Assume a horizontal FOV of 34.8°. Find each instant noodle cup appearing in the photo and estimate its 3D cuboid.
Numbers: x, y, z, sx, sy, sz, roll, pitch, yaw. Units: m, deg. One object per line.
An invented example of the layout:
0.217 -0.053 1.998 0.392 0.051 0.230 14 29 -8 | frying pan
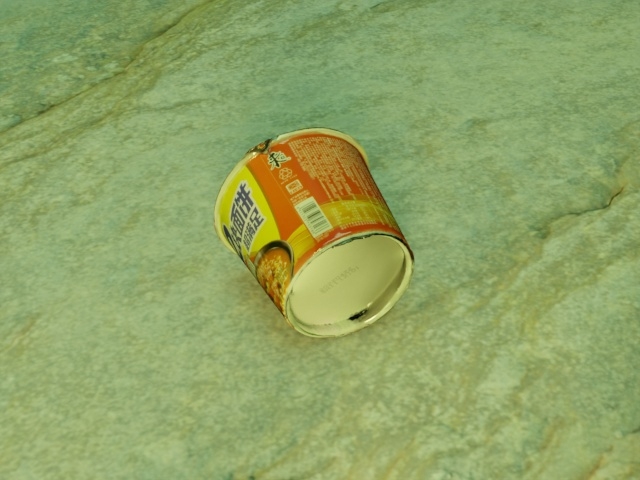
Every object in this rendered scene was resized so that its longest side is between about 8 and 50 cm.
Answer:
0.000 0.000 1.196 0.213 0.213 0.174 -13 46 -20 | instant noodle cup
